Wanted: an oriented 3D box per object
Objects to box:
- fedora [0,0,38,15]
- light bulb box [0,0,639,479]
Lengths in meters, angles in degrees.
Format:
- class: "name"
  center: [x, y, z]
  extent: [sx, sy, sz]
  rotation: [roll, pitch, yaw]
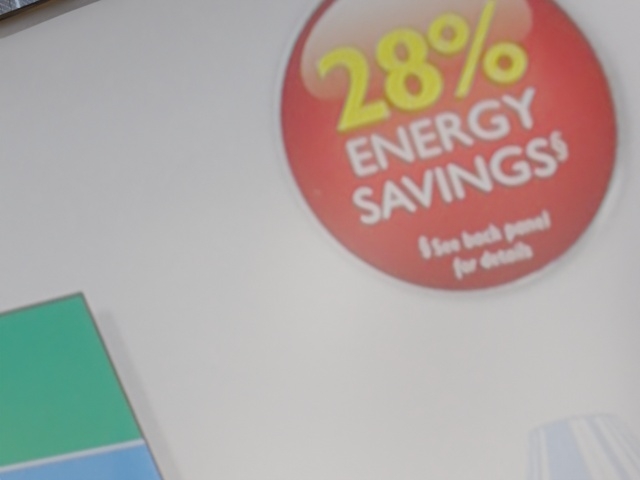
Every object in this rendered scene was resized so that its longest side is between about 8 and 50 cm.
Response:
- class: "fedora"
  center: [-0.269, -0.174, 1.071]
  extent: [0.124, 0.243, 0.275]
  rotation: [-22, 79, -55]
- class: "light bulb box"
  center: [0.012, -0.002, 0.551]
  extent: [0.361, 0.357, 0.225]
  rotation: [-41, 113, -60]
